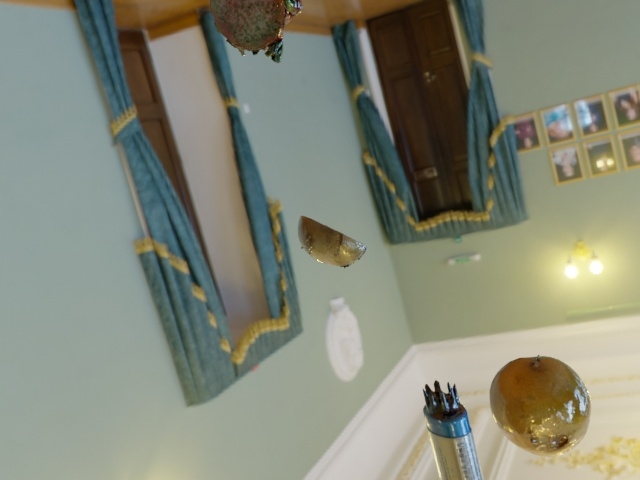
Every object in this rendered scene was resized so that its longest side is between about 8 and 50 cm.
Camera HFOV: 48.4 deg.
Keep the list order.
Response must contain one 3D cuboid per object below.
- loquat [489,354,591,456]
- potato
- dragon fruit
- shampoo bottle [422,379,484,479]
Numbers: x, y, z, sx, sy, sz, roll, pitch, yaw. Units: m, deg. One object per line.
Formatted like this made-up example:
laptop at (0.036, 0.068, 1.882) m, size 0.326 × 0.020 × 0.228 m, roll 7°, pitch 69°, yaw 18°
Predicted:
loquat at (0.308, 0.231, 1.001) m, size 0.141 × 0.141 × 0.141 m, roll -15°, pitch -173°, yaw 2°
potato at (-0.001, 0.001, 0.744) m, size 0.093 × 0.037 × 0.036 m, roll 26°, pitch 173°, yaw 41°
dragon fruit at (-0.084, -0.341, 0.968) m, size 0.139 × 0.142 × 0.175 m, roll 3°, pitch -131°, yaw 15°
shampoo bottle at (0.173, 0.272, 0.921) m, size 0.050 × 0.182 × 0.087 m, roll -15°, pitch -174°, yaw -13°
